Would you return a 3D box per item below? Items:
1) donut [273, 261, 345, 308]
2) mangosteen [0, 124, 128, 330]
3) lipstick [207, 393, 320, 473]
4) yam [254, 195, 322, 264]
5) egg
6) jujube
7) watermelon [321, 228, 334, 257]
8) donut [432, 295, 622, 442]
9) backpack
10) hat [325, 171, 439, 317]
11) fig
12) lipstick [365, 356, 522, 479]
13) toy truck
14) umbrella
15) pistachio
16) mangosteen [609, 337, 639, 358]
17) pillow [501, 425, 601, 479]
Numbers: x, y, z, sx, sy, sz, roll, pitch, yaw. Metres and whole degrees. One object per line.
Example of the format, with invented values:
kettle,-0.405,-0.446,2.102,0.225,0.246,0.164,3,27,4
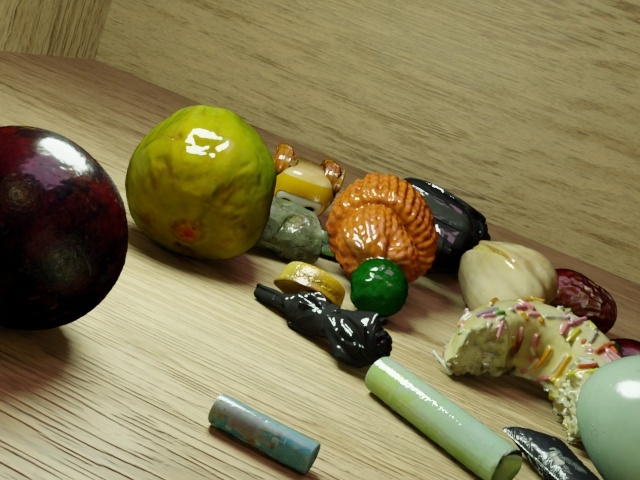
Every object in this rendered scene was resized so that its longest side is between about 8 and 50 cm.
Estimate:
donut,-0.019,0.095,1.818,0.151,0.058,0.152,26,-18,9
mangosteen,-0.448,0.003,1.268,0.306,0.306,0.359,26,47,22
lipstick,-0.079,0.268,1.228,0.157,0.048,0.048,24,14,15
yam,-0.124,-0.037,2.131,0.254,0.154,0.154,15,15,-17
egg,0.609,0.339,1.459,0.389,0.276,0.276,32,18,32
jujube,0.689,0.170,2.424,0.243,0.183,0.183,17,14,-11
watermelon,-0.002,0.006,2.327,0.245,0.063,0.119,16,-5,2
donut,0.453,0.239,1.787,0.371,0.150,0.307,28,30,30
backpack,0.304,-0.039,2.526,0.363,0.255,0.445,26,1,18
hat,0.113,0.032,2.084,0.285,0.285,0.400,23,33,10
fig,-0.247,-0.132,1.900,0.343,0.343,0.343,19,14,-5
lipstick,0.198,0.296,1.463,0.076,0.076,0.304,5,21,-46
toy truck,-0.058,-0.152,2.513,0.204,0.212,0.288,18,11,-9
umbrella,-0.006,0.151,1.706,0.340,0.118,0.118,20,11,38
pistachio,0.468,0.111,2.244,0.238,0.229,0.321,61,-10,-14
mangosteen,0.658,0.307,1.902,0.199,0.200,0.200,19,14,-5
pillow,0.407,0.381,1.473,0.141,0.055,0.208,20,13,-27
